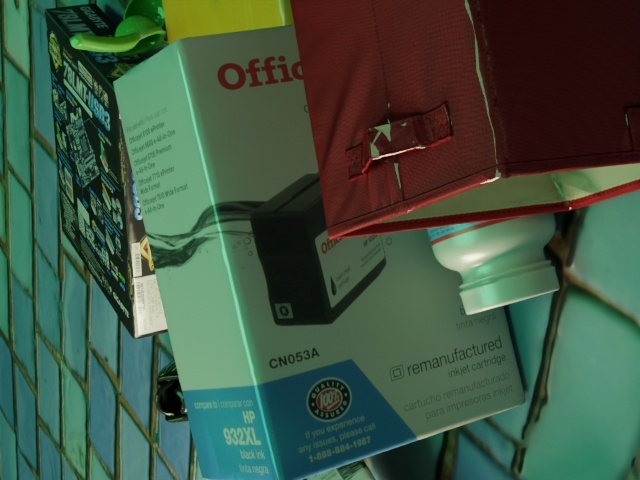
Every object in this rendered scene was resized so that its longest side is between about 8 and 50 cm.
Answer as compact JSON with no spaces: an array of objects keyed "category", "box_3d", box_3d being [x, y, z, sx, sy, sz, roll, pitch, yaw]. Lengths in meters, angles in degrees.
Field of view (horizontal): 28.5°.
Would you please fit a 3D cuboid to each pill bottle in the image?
[{"category":"pill bottle","box_3d":[0.110,-0.034,0.865,0.087,0.087,0.160,-25,79,60]}]

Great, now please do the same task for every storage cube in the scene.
[{"category":"storage cube","box_3d":[0.108,-0.117,0.717,0.183,0.214,0.193,-20,78,61]}]

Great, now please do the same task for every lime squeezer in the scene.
[{"category":"lime squeezer","box_3d":[-0.188,-0.236,1.273,0.310,0.058,0.110,-89,-14,-53]}]

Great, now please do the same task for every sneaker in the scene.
[{"category":"sneaker","box_3d":[-0.159,0.169,1.420,0.170,0.074,0.063,-4,98,60]}]

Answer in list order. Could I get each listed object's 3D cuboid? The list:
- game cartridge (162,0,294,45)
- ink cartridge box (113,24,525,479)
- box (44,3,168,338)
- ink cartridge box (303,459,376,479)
[{"category":"game cartridge","box_3d":[-0.076,-0.228,1.136,0.285,0.052,0.324,20,120,61]},{"category":"ink cartridge box","box_3d":[0.000,0.000,0.929,0.129,0.223,0.308,-15,88,60]},{"category":"box","box_3d":[-0.235,-0.085,1.423,0.295,0.073,0.293,44,138,53]},{"category":"ink cartridge box","box_3d":[0.021,0.243,1.064,0.208,0.086,0.153,56,174,30]}]
